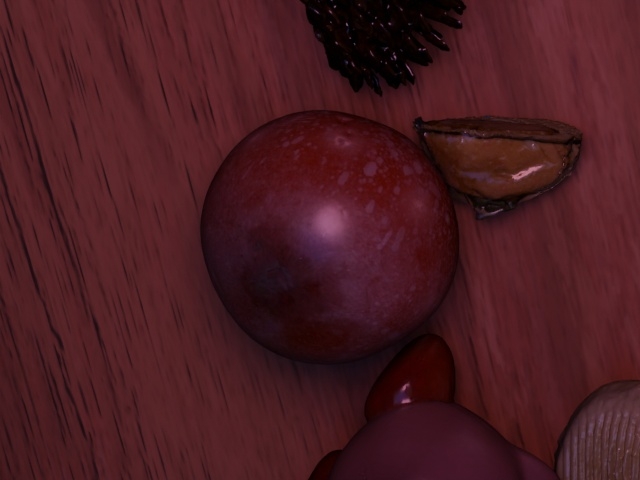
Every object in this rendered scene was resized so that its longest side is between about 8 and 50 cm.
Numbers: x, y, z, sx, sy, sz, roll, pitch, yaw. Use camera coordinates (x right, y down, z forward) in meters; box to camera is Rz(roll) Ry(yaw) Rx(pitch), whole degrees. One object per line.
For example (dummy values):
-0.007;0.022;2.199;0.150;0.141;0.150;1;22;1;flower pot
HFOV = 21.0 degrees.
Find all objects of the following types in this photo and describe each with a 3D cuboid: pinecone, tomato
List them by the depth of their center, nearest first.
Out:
0.072;-0.239;1.758;0.165;0.163;0.163;-29;95;0;pinecone
0.000;0.000;1.774;0.270;0.227;0.270;12;116;26;tomato

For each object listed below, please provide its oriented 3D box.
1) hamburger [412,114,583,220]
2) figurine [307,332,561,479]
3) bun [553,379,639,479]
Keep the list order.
0.182;-0.079;1.809;0.176;0.087;0.102;2;116;2;hamburger
0.094;0.273;1.800;0.261;0.211;0.269;42;108;20;figurine
0.357;0.243;1.809;0.220;0.134;0.220;8;101;45;bun
